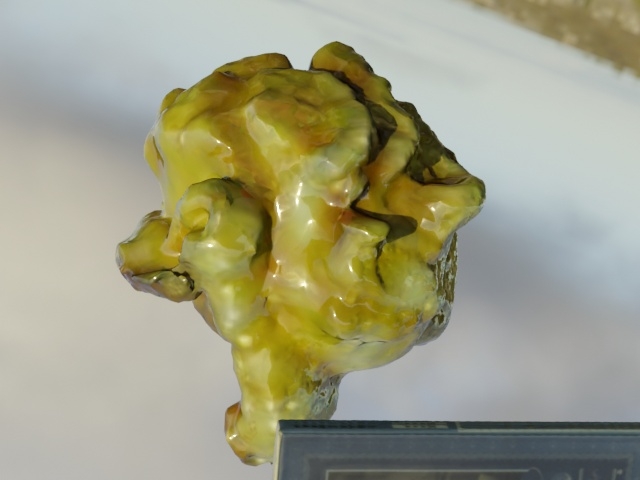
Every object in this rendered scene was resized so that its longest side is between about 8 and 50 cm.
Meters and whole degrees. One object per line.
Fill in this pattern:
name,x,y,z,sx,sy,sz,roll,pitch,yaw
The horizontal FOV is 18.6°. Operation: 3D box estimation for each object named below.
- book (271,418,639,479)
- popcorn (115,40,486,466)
book,0.096,0.215,1.385,0.269,0.190,0.025,2,-159,-9
popcorn,0.002,-0.010,1.570,0.326,0.290,0.321,25,-142,-27
